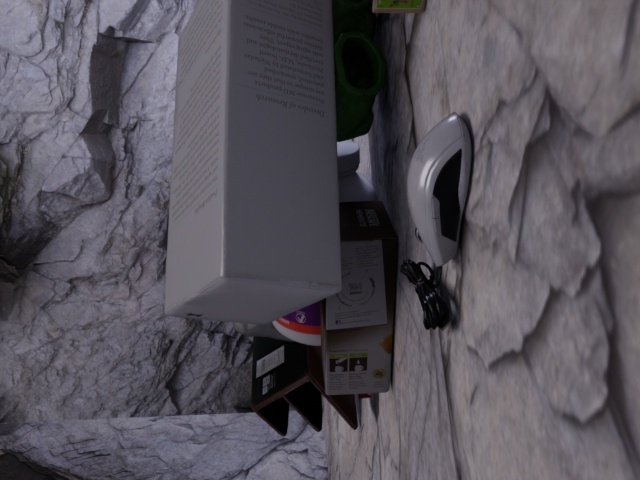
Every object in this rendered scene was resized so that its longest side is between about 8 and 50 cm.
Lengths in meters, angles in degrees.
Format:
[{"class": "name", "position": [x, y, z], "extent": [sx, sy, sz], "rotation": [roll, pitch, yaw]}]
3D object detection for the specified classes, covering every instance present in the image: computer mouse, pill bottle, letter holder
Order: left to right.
[{"class": "letter holder", "position": [-0.036, 0.312, 1.509], "extent": [0.214, 0.152, 0.302], "rotation": [51, -166, -25]}, {"class": "pill bottle", "position": [0.000, 0.000, 1.083], "extent": [0.181, 0.181, 0.323], "rotation": [-98, 6, -66]}, {"class": "computer mouse", "position": [0.094, -0.018, 0.561], "extent": [0.106, 0.042, 0.193], "rotation": [-94, 3, -58]}]

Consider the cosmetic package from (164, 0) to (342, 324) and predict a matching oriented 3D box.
[{"class": "cosmetic package", "position": [-0.098, -0.131, 0.895], "extent": [0.230, 0.161, 0.453], "rotation": [-30, 56, 56]}]

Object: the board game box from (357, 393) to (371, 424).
[{"class": "board game box", "position": [0.079, 0.248, 1.167], "extent": [0.169, 0.033, 0.133], "rotation": [-61, -35, -85]}]

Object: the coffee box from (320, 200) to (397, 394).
[{"class": "coffee box", "position": [0.050, 0.082, 0.947], "extent": [0.141, 0.098, 0.247], "rotation": [-99, 8, -65]}]

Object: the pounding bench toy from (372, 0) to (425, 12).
[{"class": "pounding bench toy", "position": [0.078, -0.277, 0.633], "extent": [0.083, 0.052, 0.065], "rotation": [93, 175, -59]}]

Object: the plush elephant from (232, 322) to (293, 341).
[{"class": "plush elephant", "position": [-0.032, 0.073, 1.358], "extent": [0.255, 0.330, 0.272], "rotation": [-69, 19, 5]}]

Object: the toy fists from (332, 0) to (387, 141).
[{"class": "toy fists", "position": [0.041, -0.284, 0.976], "extent": [0.142, 0.096, 0.279], "rotation": [130, 141, -62]}]
